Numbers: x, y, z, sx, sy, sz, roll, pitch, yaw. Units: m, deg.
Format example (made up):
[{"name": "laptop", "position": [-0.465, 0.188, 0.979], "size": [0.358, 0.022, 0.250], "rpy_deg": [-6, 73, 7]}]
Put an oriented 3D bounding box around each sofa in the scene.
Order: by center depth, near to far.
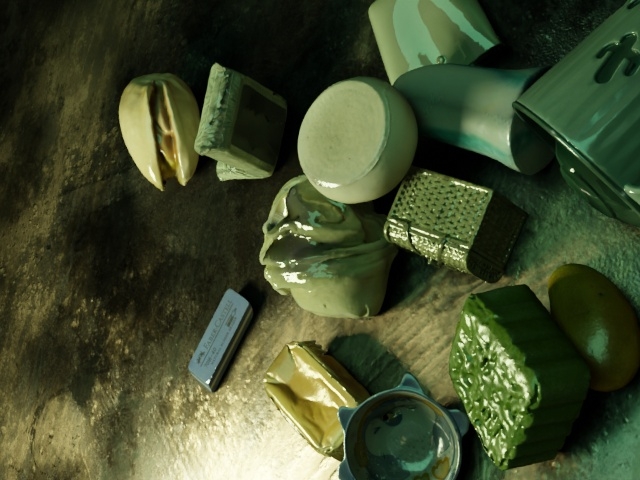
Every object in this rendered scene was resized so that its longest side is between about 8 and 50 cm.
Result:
[{"name": "sofa", "position": [-0.205, -0.256, 1.904], "size": [0.176, 0.225, 0.210], "rpy_deg": [5, 81, 37]}]

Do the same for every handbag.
[{"name": "handbag", "position": [0.224, -0.376, 1.671], "size": [0.241, 0.109, 0.315], "rpy_deg": [-32, 61, 29]}]

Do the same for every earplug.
[{"name": "earplug", "position": [0.260, -0.245, 1.536], "size": [0.324, 0.185, 0.185], "rpy_deg": [23, 91, 41]}]

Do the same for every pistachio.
[{"name": "pistachio", "position": [-0.388, -0.272, 2.095], "size": [0.193, 0.214, 0.318], "rpy_deg": [-9, 72, -6]}]

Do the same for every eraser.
[{"name": "eraser", "position": [-0.218, 0.220, 1.881], "size": [0.082, 0.036, 0.225], "rpy_deg": [32, 96, 39]}]

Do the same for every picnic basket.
[{"name": "picnic basket", "position": [0.234, -0.023, 1.524], "size": [0.196, 0.134, 0.154], "rpy_deg": [23, 88, 41]}]

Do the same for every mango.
[{"name": "mango", "position": [0.424, 0.129, 1.345], "size": [0.136, 0.099, 0.227], "rpy_deg": [-40, 45, 31]}]

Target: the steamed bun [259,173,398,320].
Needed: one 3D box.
[{"name": "steamed bun", "position": [0.000, 0.000, 1.665], "size": [0.320, 0.206, 0.275], "rpy_deg": [33, 96, 37]}]

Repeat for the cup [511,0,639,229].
[{"name": "cup", "position": [0.536, -0.189, 1.224], "size": [0.392, 0.310, 0.401], "rpy_deg": [-47, 57, 12]}]

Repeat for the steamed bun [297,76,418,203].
[{"name": "steamed bun", "position": [0.079, -0.174, 1.554], "size": [0.232, 0.145, 0.231], "rpy_deg": [-12, 71, 35]}]

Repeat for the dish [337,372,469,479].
[{"name": "dish", "position": [0.148, 0.340, 1.485], "size": [0.236, 0.086, 0.227], "rpy_deg": [-5, 86, 18]}]

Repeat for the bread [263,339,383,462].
[{"name": "bread", "position": [0.006, 0.302, 1.622], "size": [0.241, 0.107, 0.136], "rpy_deg": [39, 99, 40]}]

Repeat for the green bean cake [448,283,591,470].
[{"name": "green bean cake", "position": [0.301, 0.209, 1.353], "size": [0.248, 0.125, 0.222], "rpy_deg": [-113, 23, -44]}]
